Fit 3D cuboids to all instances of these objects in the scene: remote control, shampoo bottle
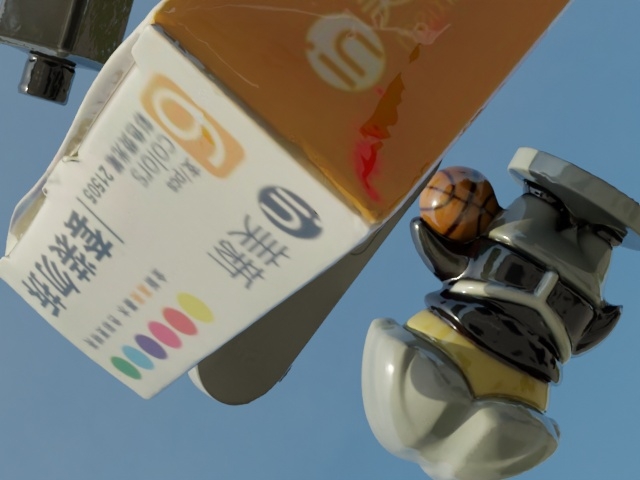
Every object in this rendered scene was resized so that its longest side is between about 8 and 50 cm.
[{"bbox_3d":[0.000,0.000,0.831,0.245,0.022,0.077,-53,-53,-14],"label":"remote control"},{"bbox_3d":[-0.191,-0.231,1.032,0.079,0.080,0.246,10,-84,-67],"label":"shampoo bottle"}]

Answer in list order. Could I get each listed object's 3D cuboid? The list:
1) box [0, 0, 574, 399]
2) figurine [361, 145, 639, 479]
[{"bbox_3d":[0.017,-0.079,0.482,0.091,0.221,0.274,44,-119,-3],"label":"box"},{"bbox_3d":[0.120,0.056,0.917,0.176,0.133,0.236,30,-93,-1],"label":"figurine"}]
